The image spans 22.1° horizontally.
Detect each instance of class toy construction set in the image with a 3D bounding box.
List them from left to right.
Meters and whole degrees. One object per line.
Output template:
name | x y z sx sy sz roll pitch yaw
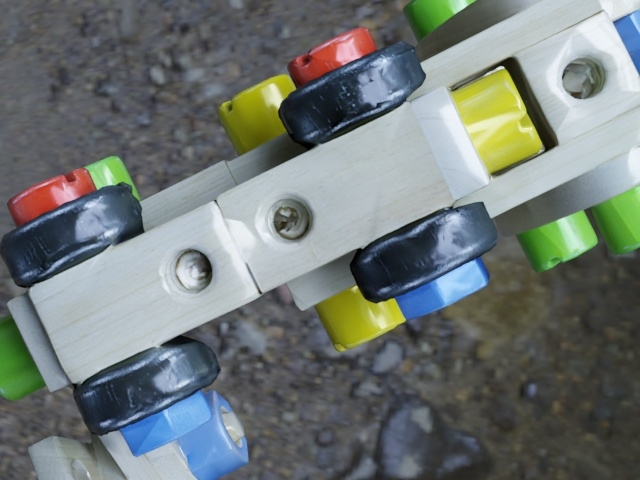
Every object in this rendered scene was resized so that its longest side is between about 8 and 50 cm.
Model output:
toy construction set | 0.000 0.000 0.603 0.328 0.215 0.151 -41 89 8
